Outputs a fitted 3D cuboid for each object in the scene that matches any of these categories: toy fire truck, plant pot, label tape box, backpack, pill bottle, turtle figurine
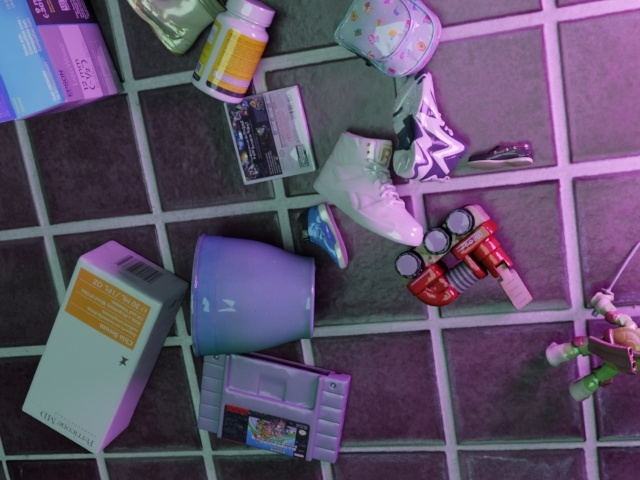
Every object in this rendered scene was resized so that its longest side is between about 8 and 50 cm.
[{"bbox_3d":[0.314,0.072,1.708,0.217,0.158,0.246,-42,81,20],"label":"toy fire truck"},{"bbox_3d":[-0.138,0.123,1.781,0.255,0.271,0.272,2,106,-1],"label":"plant pot"},{"bbox_3d":[-0.581,-0.396,1.700,0.115,0.348,0.249,-16,100,18],"label":"label tape box"},{"bbox_3d":[0.139,-0.416,1.612,0.188,0.144,0.166,34,106,2],"label":"backpack"},{"bbox_3d":[-0.181,-0.406,1.713,0.119,0.119,0.208,29,110,6],"label":"pill bottle"},{"bbox_3d":[0.621,0.205,1.671,0.198,0.275,0.266,35,133,-20],"label":"turtle figurine"}]

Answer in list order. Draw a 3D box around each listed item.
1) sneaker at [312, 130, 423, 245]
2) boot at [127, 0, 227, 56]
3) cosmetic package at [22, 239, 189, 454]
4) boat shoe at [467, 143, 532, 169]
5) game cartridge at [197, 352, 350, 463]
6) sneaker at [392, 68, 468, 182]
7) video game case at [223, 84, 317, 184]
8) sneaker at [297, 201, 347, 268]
[{"bbox_3d":[0.118,-0.121,1.673,0.292,0.108,0.169,37,110,33],"label":"sneaker"},{"bbox_3d":[-0.316,-0.525,1.740,0.165,0.077,0.213,-37,98,21],"label":"boot"},{"bbox_3d":[-0.520,0.257,1.959,0.230,0.161,0.453,28,110,6],"label":"cosmetic package"},{"bbox_3d":[0.368,-0.172,1.670,0.133,0.049,0.042,-5,75,23],"label":"boat shoe"},{"bbox_3d":[-0.117,0.392,1.943,0.355,0.068,0.230,11,103,12],"label":"game cartridge"},{"bbox_3d":[0.234,-0.224,1.674,0.094,0.153,0.235,-22,59,48],"label":"sneaker"},{"bbox_3d":[-0.110,-0.230,1.793,0.173,0.022,0.190,-10,103,17],"label":"video game case"},{"bbox_3d":[0.000,0.000,1.803,0.084,0.058,0.152,-21,94,13],"label":"sneaker"}]
